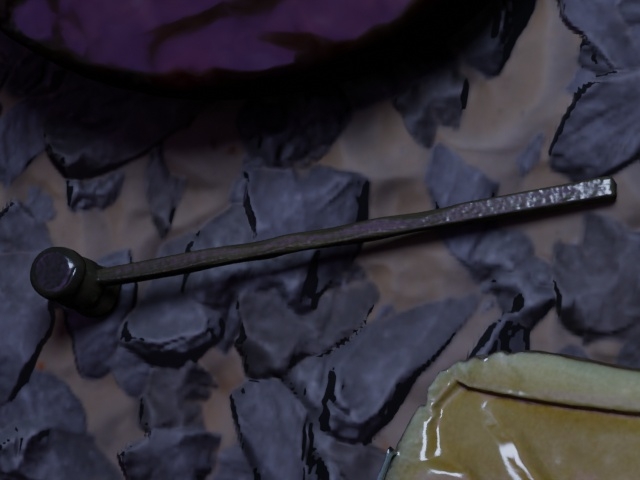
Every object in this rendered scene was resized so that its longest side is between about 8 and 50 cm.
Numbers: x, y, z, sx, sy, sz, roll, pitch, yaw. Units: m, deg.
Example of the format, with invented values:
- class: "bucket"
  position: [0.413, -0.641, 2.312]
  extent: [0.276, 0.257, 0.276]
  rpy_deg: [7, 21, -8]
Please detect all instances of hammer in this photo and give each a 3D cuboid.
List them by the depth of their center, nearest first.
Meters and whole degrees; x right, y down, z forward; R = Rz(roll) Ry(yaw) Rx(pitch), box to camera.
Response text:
- class: "hammer"
  position: [0.000, 0.000, 0.791]
  extent: [0.292, 0.058, 0.029]
  rpy_deg: [-10, 76, 16]

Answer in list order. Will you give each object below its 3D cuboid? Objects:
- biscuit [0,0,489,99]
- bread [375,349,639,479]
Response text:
- class: "biscuit"
  position: [-0.041, -0.269, 0.811]
  extent: [0.407, 0.091, 0.407]
  rpy_deg: [-1, 86, 15]
- class: "bread"
  position: [0.129, 0.150, 0.661]
  extent: [0.210, 0.110, 0.192]
  rpy_deg: [7, 75, 24]
